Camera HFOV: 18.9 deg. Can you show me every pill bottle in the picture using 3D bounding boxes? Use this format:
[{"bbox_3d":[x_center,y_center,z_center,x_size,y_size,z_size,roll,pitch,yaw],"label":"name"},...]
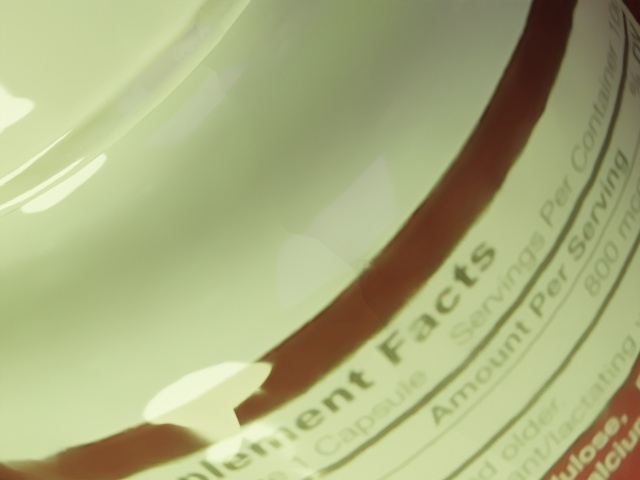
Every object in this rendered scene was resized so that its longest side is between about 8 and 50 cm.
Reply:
[{"bbox_3d":[0.000,0.000,0.531,0.224,0.224,0.392,-45,130,-1],"label":"pill bottle"}]
